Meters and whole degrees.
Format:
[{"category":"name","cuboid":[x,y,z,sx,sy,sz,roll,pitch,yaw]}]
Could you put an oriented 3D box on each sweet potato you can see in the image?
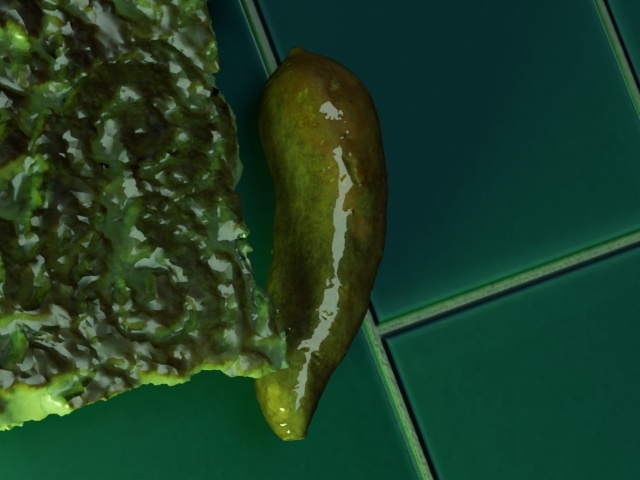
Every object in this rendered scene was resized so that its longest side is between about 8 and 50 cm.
[{"category":"sweet potato","cuboid":[0.001,0.001,1.377,0.097,0.097,0.292,11,70,-28]}]

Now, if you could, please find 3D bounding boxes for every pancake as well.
[{"category":"pancake","cuboid":[-0.172,-0.064,1.303,0.305,0.067,0.427,6,67,-25]}]
